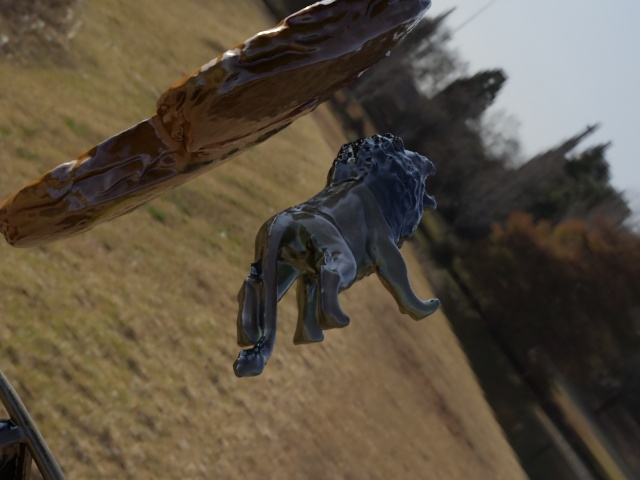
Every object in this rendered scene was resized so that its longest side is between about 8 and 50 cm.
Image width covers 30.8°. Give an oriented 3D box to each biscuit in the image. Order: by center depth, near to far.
[{"bbox_3d":[-0.073,-0.076,0.768,0.052,0.262,0.277,60,-33,-3],"label":"biscuit"}]

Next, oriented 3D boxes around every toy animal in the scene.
[{"bbox_3d":[0.005,0.017,0.540,0.086,0.069,0.220,68,25,-14],"label":"toy animal"}]

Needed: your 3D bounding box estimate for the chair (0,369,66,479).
[{"bbox_3d":[-0.292,0.196,0.900,0.272,0.166,0.188,61,-27,22],"label":"chair"}]
